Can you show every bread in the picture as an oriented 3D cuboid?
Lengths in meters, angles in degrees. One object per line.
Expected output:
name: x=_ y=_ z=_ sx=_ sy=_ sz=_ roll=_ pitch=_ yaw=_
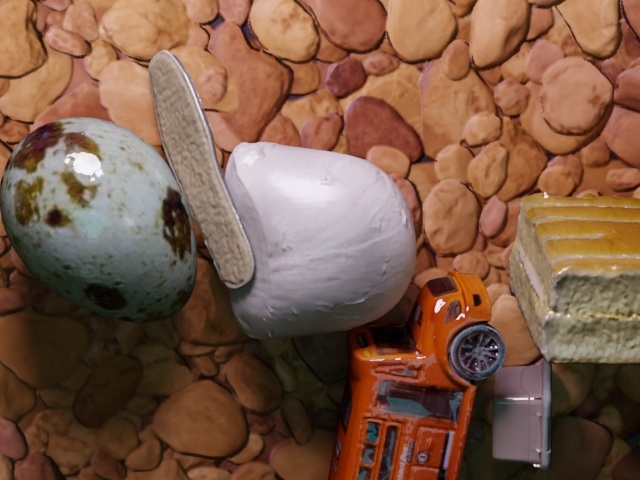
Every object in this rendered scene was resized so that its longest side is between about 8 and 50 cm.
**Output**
bread: x=0.321 y=0.033 z=1.639 sx=0.246 sy=0.239 sz=0.111 roll=2 pitch=109 yaw=-3

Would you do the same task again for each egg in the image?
egg: x=-0.209 y=-0.015 z=1.620 sx=0.169 sy=0.169 sz=0.231 roll=-35 pitch=112 yaw=4

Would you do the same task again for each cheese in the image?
cheese: x=0.000 y=0.000 z=1.647 sx=0.189 sy=0.154 sz=0.198 roll=-4 pitch=105 yaw=-8

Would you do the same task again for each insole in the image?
insole: x=-0.120 y=-0.068 z=1.633 sx=0.011 sy=0.081 sz=0.248 roll=-13 pitch=77 yaw=-40

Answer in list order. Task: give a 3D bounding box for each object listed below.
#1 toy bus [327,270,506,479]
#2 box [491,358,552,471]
toy bus: x=0.089 y=0.192 z=1.706 sx=0.153 sy=0.143 sz=0.329 roll=9 pitch=104 yaw=-6
box: x=0.209 y=0.179 z=1.726 sx=0.062 sy=0.122 sz=0.089 roll=0 pitch=104 yaw=7
